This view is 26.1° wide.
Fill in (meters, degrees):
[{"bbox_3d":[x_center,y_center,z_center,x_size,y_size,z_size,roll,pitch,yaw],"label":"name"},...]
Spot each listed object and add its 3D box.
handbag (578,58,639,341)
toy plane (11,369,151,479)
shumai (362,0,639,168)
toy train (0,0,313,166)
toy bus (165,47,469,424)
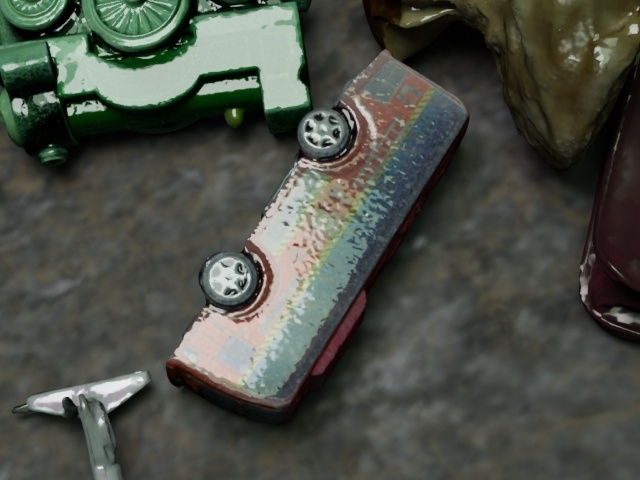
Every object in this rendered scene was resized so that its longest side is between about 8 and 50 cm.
[{"bbox_3d":[0.244,-0.035,0.658,0.216,0.074,0.203,14,72,11],"label":"handbag"},{"bbox_3d":[-0.065,0.175,0.593,0.182,0.107,0.273,1,65,1],"label":"toy plane"},{"bbox_3d":[0.092,-0.146,0.673,0.153,0.161,0.209,12,88,7],"label":"shumai"},{"bbox_3d":[-0.090,-0.098,0.721,0.178,0.071,0.105,-9,79,1],"label":"toy train"},{"bbox_3d":[0.000,0.000,0.675,0.077,0.065,0.192,30,75,8],"label":"toy bus"}]
